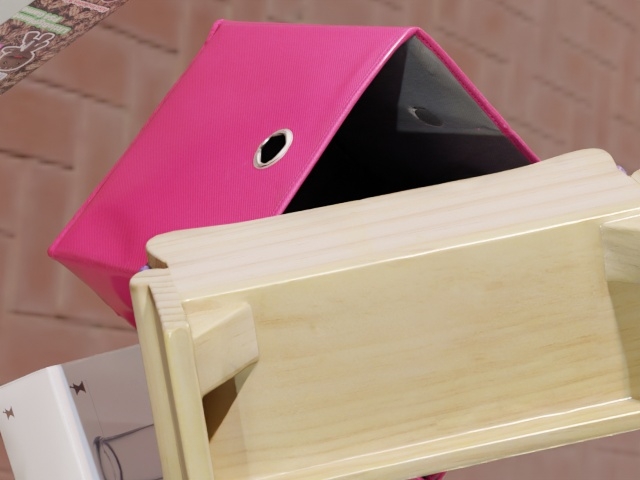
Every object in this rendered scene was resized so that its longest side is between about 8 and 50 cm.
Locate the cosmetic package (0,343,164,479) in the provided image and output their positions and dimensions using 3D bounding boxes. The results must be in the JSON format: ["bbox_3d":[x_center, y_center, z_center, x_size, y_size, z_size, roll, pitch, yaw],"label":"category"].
[{"bbox_3d":[-0.093,0.266,1.618,0.284,0.097,0.377,-14,83,-45],"label":"cosmetic package"}]

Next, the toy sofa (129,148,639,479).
[{"bbox_3d":[0.067,0.061,1.237,0.177,0.362,0.150,-125,-155,-69],"label":"toy sofa"}]

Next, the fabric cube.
[{"bbox_3d":[0.000,0.000,1.484,0.259,0.258,0.254,45,70,-33],"label":"fabric cube"}]

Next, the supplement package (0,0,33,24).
[{"bbox_3d":[-0.232,-0.232,1.251,0.105,0.105,0.179,45,20,-38],"label":"supplement package"}]

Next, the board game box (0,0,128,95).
[{"bbox_3d":[-0.302,-0.244,1.523,0.141,0.291,0.232,12,53,-55],"label":"board game box"}]
